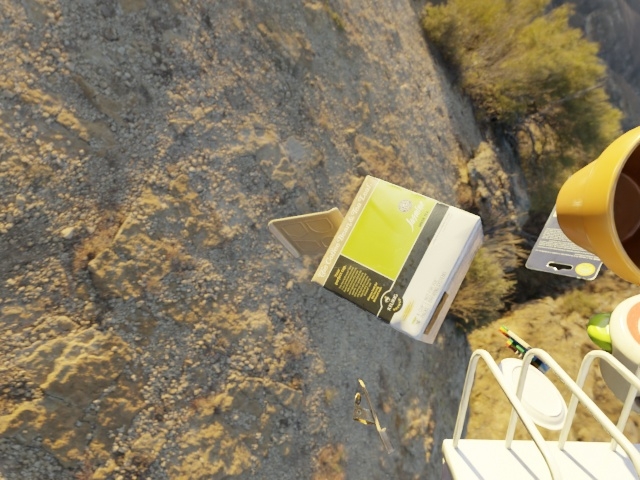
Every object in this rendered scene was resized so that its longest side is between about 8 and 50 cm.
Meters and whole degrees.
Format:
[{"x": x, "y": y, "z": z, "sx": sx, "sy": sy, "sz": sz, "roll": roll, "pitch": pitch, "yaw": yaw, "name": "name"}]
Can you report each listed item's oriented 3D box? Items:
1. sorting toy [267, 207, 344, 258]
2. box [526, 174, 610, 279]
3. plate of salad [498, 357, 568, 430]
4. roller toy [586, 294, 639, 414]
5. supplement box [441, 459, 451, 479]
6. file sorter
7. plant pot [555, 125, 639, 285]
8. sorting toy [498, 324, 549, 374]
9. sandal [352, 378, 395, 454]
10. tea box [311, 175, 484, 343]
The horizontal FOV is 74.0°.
[{"x": 0.000, "y": 0.000, "z": 1.364, "sx": 0.307, "sy": 0.229, "sz": 0.041, "roll": 52, "pitch": 33, "yaw": -51, "name": "sorting toy"}, {"x": 0.500, "y": -0.025, "z": 0.805, "sx": 0.036, "sy": 0.136, "sz": 0.225, "roll": 38, "pitch": 78, "yaw": -28, "name": "box"}, {"x": 0.535, "y": 0.391, "z": 1.083, "sx": 0.199, "sy": 0.048, "sz": 0.200, "roll": 19, "pitch": 35, "yaw": -14, "name": "plate of salad"}, {"x": 0.574, "y": 0.197, "z": 0.693, "sx": 0.209, "sy": 0.191, "sz": 0.146, "roll": -113, "pitch": -174, "yaw": -53, "name": "roller toy"}, {"x": 0.448, "y": 0.710, "z": 1.169, "sx": 0.239, "sy": 0.073, "sz": 0.130, "roll": 37, "pitch": 35, "yaw": -1, "name": "supplement box"}, {"x": 0.288, "y": 0.217, "z": 0.402, "sx": 0.193, "sy": 0.277, "sz": 0.173, "roll": -93, "pitch": -175, "yaw": -69, "name": "file sorter"}, {"x": 0.415, "y": -0.043, "z": 0.549, "sx": 0.188, "sy": 0.205, "sz": 0.205, "roll": -69, "pitch": 143, "yaw": -87, "name": "plant pot"}, {"x": 0.637, "y": 0.352, "z": 1.285, "sx": 0.132, "sy": 0.046, "sz": 0.274, "roll": 39, "pitch": 6, "yaw": -5, "name": "sorting toy"}, {"x": 0.139, "y": 0.551, "z": 1.318, "sx": 0.088, "sy": 0.079, "sz": 0.240, "roll": 76, "pitch": -11, "yaw": -52, "name": "sandal"}, {"x": 0.212, "y": 0.054, "z": 1.144, "sx": 0.329, "sy": 0.323, "sz": 0.220, "roll": -61, "pitch": 153, "yaw": -3, "name": "tea box"}]
